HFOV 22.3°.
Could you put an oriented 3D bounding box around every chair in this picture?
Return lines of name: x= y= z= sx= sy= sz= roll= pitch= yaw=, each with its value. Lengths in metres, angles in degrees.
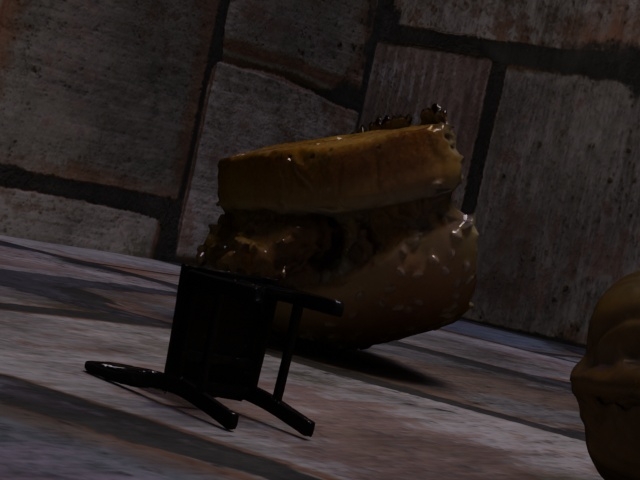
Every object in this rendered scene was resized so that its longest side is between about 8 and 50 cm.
chair: x=-0.086 y=0.068 z=1.173 sx=0.084 sy=0.101 sz=0.212 roll=12 pitch=1 yaw=-38

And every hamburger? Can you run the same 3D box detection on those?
hamburger: x=0.000 y=0.000 z=1.904 sx=0.287 sy=0.268 sz=0.445 roll=-11 pitch=4 yaw=-14

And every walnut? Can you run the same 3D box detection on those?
walnut: x=0.289 y=0.105 z=1.139 sx=0.245 sy=0.198 sz=0.198 roll=1 pitch=-7 yaw=39
